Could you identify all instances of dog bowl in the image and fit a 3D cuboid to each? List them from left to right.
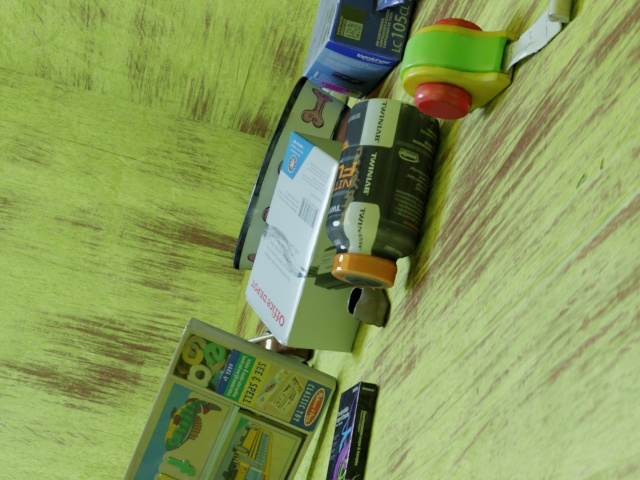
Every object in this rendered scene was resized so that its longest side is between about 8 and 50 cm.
[{"bbox_3d":[-0.036,-0.111,1.866,0.408,0.150,0.408,20,-90,-89],"label":"dog bowl"}]

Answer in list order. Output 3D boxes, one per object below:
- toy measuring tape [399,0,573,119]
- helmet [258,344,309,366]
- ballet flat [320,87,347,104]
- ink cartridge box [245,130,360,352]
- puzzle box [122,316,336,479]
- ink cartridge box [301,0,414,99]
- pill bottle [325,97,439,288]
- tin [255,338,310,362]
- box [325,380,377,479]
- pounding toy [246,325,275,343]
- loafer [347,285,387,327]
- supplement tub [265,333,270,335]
[{"bbox_3d":[0.166,-0.217,1.061,0.330,0.121,0.121,140,144,-75],"label":"toy measuring tape"},{"bbox_3d":[-0.108,0.294,1.801,0.161,0.169,0.169,-46,26,37],"label":"helmet"},{"bbox_3d":[0.017,-0.353,2.321,0.124,0.116,0.342,-49,17,27],"label":"ballet flat"},{"bbox_3d":[0.000,0.000,1.543,0.223,0.129,0.307,42,118,61],"label":"ink cartridge box"},{"bbox_3d":[-0.173,0.365,1.587,0.052,0.272,0.409,-80,13,-77],"label":"puzzle box"},{"bbox_3d":[0.087,-0.460,1.834,0.395,0.151,0.270,155,128,-81],"label":"ink cartridge box"},{"bbox_3d":[0.081,-0.060,1.284,0.130,0.130,0.246,137,146,-74],"label":"pill bottle"},{"bbox_3d":[-0.080,0.228,1.916,0.190,0.106,0.040,130,145,-72],"label":"tin"},{"bbox_3d":[0.040,0.286,1.311,0.116,0.029,0.162,126,158,-67],"label":"box"},{"bbox_3d":[-0.058,0.160,1.765,0.130,0.141,0.100,139,144,-75],"label":"pounding toy"},{"bbox_3d":[0.066,0.086,1.397,0.148,0.050,0.056,-122,47,-78],"label":"loafer"},{"bbox_3d":[-0.099,0.258,2.093,0.071,0.071,0.107,136,148,-73],"label":"supplement tub"}]
